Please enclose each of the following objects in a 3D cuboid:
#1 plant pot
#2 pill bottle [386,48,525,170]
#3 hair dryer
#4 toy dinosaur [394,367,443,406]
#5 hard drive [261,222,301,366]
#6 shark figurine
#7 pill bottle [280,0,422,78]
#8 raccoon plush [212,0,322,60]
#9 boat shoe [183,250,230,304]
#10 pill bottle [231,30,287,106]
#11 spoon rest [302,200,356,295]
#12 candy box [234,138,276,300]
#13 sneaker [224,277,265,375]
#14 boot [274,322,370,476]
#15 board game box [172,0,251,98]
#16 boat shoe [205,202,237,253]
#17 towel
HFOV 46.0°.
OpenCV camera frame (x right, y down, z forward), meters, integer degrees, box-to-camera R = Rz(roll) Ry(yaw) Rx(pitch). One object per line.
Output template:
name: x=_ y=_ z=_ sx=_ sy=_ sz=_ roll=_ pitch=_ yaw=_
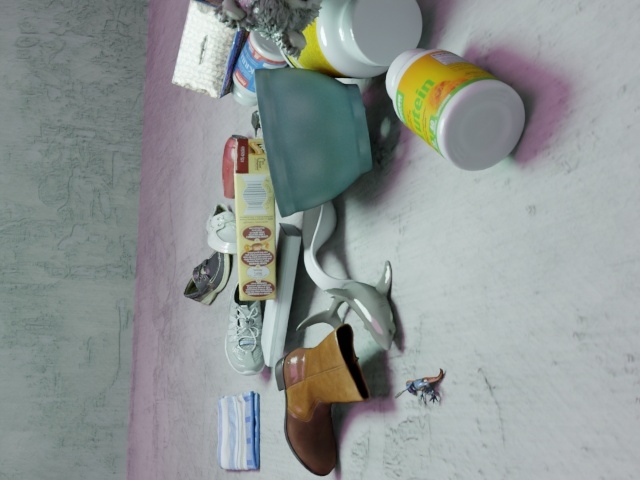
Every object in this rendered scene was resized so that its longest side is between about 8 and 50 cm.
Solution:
plant pot: x=-0.006 y=-0.204 z=1.472 sx=0.293 sy=0.196 sz=0.293 roll=-10 pitch=-90 yaw=-90
pill bottle: x=0.194 y=-0.215 z=1.166 sx=0.245 sy=0.136 sz=0.136 roll=-124 pitch=45 yaw=-55
hair dryer: x=-0.224 y=-0.214 z=2.159 sx=0.293 sy=0.080 sz=0.223 roll=131 pitch=137 yaw=-53
toy dinosaur: x=0.171 y=0.245 z=1.265 sx=0.090 sy=0.047 sz=0.082 roll=-48 pitch=19 yaw=0
hard drive: x=-0.097 y=0.124 z=1.802 sx=0.203 sy=0.040 sz=0.307 roll=-131 pitch=48 yaw=-77
shark figurine: x=0.045 y=0.117 z=1.460 sx=0.278 sy=0.116 sz=0.166 roll=-6 pitch=78 yaw=63
pill bottle: x=0.052 y=-0.408 z=1.458 sx=0.334 sy=0.188 sz=0.188 roll=-151 pitch=69 yaw=-64
raccoon plush: x=-0.081 y=-0.443 z=1.397 sx=0.446 sy=0.216 sz=0.299 roll=107 pitch=176 yaw=-80
boat shoe: x=-0.359 y=0.116 z=2.368 sx=0.285 sy=0.092 sz=0.103 roll=129 pitch=139 yaw=-51
pill bottle: x=-0.164 y=-0.463 z=2.027 sx=0.221 sy=0.124 sz=0.124 roll=128 pitch=141 yaw=-50
spoon rest: x=0.000 y=0.000 z=1.613 sx=0.137 sy=0.084 sz=0.276 roll=115 pitch=148 yaw=-41
candy box: x=-0.143 y=-0.046 z=1.672 sx=0.183 sy=0.088 sz=0.316 roll=-98 pitch=8 yaw=-59
sneaker: x=-0.202 y=0.215 z=1.954 sx=0.115 sy=0.105 sz=0.281 roll=96 pitch=165 yaw=-53
boot: x=0.026 y=0.318 z=1.467 sx=0.280 sy=0.096 sz=0.264 roll=-34 pitch=63 yaw=54
board game box: x=-0.279 y=-0.551 z=2.119 sx=0.291 sy=0.141 sz=0.232 roll=-63 pitch=-8 yaw=-67
boat shoe: x=-0.286 y=-0.041 z=2.237 sx=0.277 sy=0.098 sz=0.096 roll=-132 pitch=51 yaw=-60
towel: x=-0.230 y=0.524 z=2.070 sx=0.285 sy=0.034 sz=0.209 roll=150 pitch=122 yaw=-61
